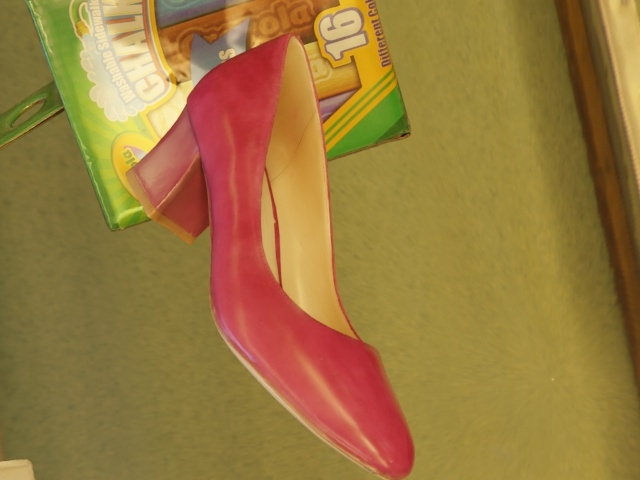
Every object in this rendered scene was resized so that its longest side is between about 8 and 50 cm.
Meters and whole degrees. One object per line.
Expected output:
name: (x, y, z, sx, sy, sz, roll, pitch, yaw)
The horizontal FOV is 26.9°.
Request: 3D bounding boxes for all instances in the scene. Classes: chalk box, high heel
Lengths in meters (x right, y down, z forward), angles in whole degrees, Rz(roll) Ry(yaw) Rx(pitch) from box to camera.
chalk box: (-0.108, -0.135, 0.970, 0.289, 0.180, 0.179, -18, 113, -5)
high heel: (0.000, 0.000, 0.650, 0.117, 0.082, 0.244, -44, 48, 7)

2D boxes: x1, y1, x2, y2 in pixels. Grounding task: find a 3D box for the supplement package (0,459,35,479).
supplement package: (-0.122, 0.163, 0.350, 0.105, 0.105, 0.179, -37, 64, 45)
